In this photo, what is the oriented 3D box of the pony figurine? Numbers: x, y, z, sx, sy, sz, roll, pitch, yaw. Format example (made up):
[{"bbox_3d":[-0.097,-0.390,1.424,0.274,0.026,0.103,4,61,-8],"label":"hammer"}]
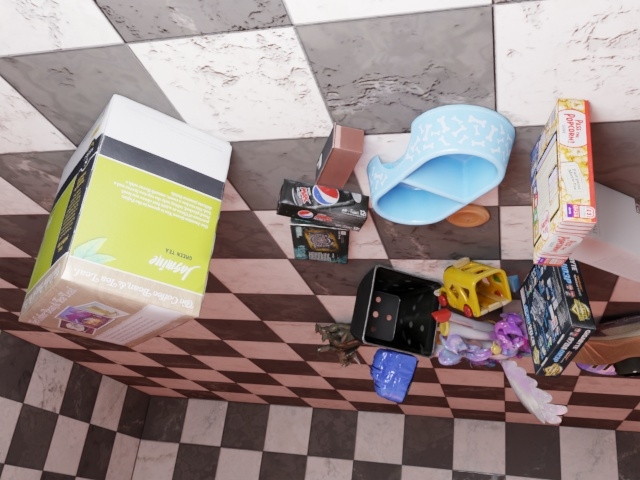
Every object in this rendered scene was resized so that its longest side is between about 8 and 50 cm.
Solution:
[{"bbox_3d":[0.450,0.255,1.579,0.363,0.303,0.351,9,-172,-12],"label":"pony figurine"}]

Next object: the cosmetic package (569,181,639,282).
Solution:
[{"bbox_3d":[0.516,-0.012,1.097,0.231,0.117,0.085,17,153,-23],"label":"cosmetic package"}]

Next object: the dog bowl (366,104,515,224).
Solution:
[{"bbox_3d":[0.187,-0.109,1.031,0.165,0.074,0.297,17,155,-20],"label":"dog bowl"}]

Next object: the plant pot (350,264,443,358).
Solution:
[{"bbox_3d":[0.170,0.178,1.559,0.187,0.188,0.167,15,168,-18],"label":"plant pot"}]

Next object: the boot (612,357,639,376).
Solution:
[{"bbox_3d":[0.771,0.306,1.695,0.076,0.137,0.197,26,151,-34],"label":"boot"}]

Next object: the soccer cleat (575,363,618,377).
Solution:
[{"bbox_3d":[0.863,0.306,1.738,0.318,0.109,0.116,-8,132,34],"label":"soccer cleat"}]

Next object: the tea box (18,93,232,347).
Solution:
[{"bbox_3d":[-0.343,-0.012,1.094,0.220,0.324,0.329,21,153,-28],"label":"tea box"}]

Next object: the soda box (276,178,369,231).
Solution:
[{"bbox_3d":[0.004,-0.067,1.199,0.168,0.053,0.060,11,155,-9],"label":"soda box"}]

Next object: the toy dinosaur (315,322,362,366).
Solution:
[{"bbox_3d":[0.072,0.298,1.947,0.160,0.121,0.313,-1,153,-10],"label":"toy dinosaur"}]

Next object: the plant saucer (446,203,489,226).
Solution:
[{"bbox_3d":[0.282,-0.046,1.213,0.083,0.013,0.083,7,156,3],"label":"plant saucer"}]

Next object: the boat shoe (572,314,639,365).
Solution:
[{"bbox_3d":[0.758,0.251,1.630,0.103,0.092,0.285,45,138,-20],"label":"boat shoe"}]

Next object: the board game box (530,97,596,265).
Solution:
[{"bbox_3d":[0.342,-0.080,0.902,0.045,0.194,0.147,5,156,5],"label":"board game box"}]

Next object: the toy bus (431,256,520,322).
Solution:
[{"bbox_3d":[0.324,0.092,1.390,0.202,0.191,0.104,-9,106,25],"label":"toy bus"}]

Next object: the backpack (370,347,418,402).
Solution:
[{"bbox_3d":[0.171,0.327,1.534,0.101,0.120,0.098,15,178,-3],"label":"backpack"}]

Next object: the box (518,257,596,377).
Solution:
[{"bbox_3d":[0.463,0.132,1.251,0.051,0.220,0.175,8,136,-3],"label":"box"}]

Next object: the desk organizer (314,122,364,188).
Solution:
[{"bbox_3d":[0.030,-0.137,1.047,0.050,0.047,0.130,9,156,-10],"label":"desk organizer"}]

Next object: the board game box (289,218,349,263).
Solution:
[{"bbox_3d":[0.000,0.000,1.380,0.126,0.026,0.186,6,156,3],"label":"board game box"}]
